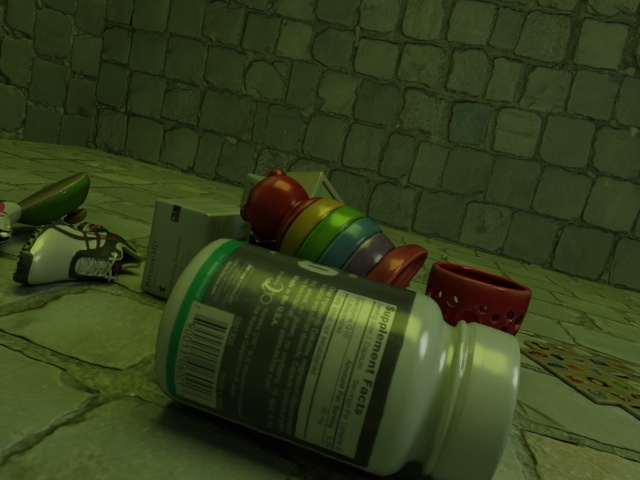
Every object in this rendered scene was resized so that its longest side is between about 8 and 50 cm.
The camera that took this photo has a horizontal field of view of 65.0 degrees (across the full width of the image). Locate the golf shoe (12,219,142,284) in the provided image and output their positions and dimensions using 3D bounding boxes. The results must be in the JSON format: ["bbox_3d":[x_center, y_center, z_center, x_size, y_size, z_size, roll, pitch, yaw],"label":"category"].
[{"bbox_3d":[-0.427,0.026,0.910,0.120,0.105,0.273,22,11,4],"label":"golf shoe"}]

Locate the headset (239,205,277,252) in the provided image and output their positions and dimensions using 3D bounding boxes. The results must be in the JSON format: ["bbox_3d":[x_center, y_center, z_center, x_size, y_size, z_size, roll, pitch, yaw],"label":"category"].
[{"bbox_3d":[-0.187,-0.029,1.242,0.394,0.185,0.243,-7,18,2],"label":"headset"}]

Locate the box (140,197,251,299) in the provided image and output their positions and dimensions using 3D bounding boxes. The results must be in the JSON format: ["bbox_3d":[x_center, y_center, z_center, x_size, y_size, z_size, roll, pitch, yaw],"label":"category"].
[{"bbox_3d":[-0.234,0.016,0.981,0.119,0.180,0.182,16,10,18],"label":"box"}]

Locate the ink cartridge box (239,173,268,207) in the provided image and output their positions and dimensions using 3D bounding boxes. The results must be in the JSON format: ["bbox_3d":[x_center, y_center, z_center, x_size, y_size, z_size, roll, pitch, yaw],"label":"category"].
[{"bbox_3d":[-0.154,-0.071,1.518,0.122,0.211,0.289,11,11,-25],"label":"ink cartridge box"}]

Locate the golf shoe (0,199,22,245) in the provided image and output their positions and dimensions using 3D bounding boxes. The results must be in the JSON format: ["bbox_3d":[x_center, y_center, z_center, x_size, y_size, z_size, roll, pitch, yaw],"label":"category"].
[{"bbox_3d":[-0.621,-0.017,0.955,0.086,0.067,0.186,19,27,-4],"label":"golf shoe"}]

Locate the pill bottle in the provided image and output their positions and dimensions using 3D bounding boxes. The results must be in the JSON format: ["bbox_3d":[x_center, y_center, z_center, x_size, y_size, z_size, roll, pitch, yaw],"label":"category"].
[{"bbox_3d":[0.019,0.138,0.578,0.361,0.204,0.204,16,10,11],"label":"pill bottle"}]

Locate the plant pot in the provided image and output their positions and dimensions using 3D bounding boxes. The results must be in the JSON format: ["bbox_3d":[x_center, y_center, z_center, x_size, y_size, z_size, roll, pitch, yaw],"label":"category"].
[{"bbox_3d":[0.290,0.147,0.980,0.191,0.174,0.191,13,10,-2],"label":"plant pot"}]

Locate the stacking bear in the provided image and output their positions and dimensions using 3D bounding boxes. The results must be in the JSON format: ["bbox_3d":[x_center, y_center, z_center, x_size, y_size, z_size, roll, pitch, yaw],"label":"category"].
[{"bbox_3d":[0.000,0.000,0.813,0.289,0.175,0.164,38,6,19],"label":"stacking bear"}]

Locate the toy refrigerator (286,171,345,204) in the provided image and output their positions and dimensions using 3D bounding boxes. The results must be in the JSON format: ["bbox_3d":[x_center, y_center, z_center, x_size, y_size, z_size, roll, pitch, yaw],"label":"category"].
[{"bbox_3d":[0.015,-0.018,1.033,0.094,0.102,0.269,4,-30,33],"label":"toy refrigerator"}]

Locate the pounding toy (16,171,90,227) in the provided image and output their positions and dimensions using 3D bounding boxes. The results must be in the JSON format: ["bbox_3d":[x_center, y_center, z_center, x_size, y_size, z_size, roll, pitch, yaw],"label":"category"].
[{"bbox_3d":[-0.606,-0.062,1.152,0.237,0.110,0.183,-3,31,39],"label":"pounding toy"}]

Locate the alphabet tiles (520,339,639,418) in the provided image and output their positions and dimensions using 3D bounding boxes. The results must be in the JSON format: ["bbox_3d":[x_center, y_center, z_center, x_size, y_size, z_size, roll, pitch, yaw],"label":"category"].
[{"bbox_3d":[0.610,0.295,1.069,0.285,0.011,0.342,10,10,-17],"label":"alphabet tiles"}]
